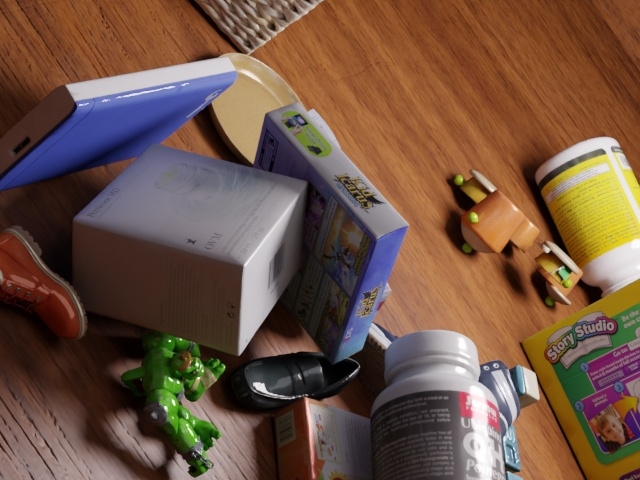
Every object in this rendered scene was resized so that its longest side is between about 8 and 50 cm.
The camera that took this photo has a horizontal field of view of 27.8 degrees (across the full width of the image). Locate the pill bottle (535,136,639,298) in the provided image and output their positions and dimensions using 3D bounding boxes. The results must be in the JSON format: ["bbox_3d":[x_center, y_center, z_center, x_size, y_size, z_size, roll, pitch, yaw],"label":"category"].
[{"bbox_3d":[0.584,-0.027,2.638,0.188,0.188,0.334,1,62,-52],"label":"pill bottle"}]

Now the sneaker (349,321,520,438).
[{"bbox_3d":[0.173,0.200,1.933,0.282,0.099,0.153,45,53,11],"label":"sneaker"}]

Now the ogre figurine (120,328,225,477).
[{"bbox_3d":[-0.177,0.182,1.583,0.118,0.097,0.197,47,46,-47],"label":"ogre figurine"}]

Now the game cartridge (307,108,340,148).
[{"bbox_3d":[-0.002,-0.180,2.173,0.083,0.017,0.056,56,37,-2],"label":"game cartridge"}]

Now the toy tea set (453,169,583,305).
[{"bbox_3d":[0.363,0.021,2.420,0.336,0.124,0.200,42,6,-16],"label":"toy tea set"}]

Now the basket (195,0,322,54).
[{"bbox_3d":[-0.090,-0.540,2.133,0.331,0.266,0.328,45,35,-16],"label":"basket"}]

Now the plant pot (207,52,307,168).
[{"bbox_3d":[-0.097,-0.188,2.043,0.236,0.032,0.236,33,41,-33],"label":"plant pot"}]

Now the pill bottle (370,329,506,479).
[{"bbox_3d":[0.155,0.287,1.712,0.176,0.176,0.318,29,46,-36],"label":"pill bottle"}]

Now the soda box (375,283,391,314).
[{"bbox_3d":[0.000,0.000,1.902,0.083,0.092,0.263,-14,61,-28],"label":"soda box"}]

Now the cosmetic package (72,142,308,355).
[{"bbox_3d":[-0.159,0.003,1.611,0.224,0.138,0.224,13,33,14],"label":"cosmetic package"}]

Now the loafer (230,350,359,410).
[{"bbox_3d":[-0.033,0.184,1.770,0.223,0.078,0.076,2,60,-51],"label":"loafer"}]

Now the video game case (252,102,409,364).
[{"bbox_3d":[-0.006,-0.006,1.735,0.061,0.269,0.244,-23,59,-30],"label":"video game case"}]

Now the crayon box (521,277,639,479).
[{"bbox_3d":[0.575,0.235,2.248,0.106,0.363,0.313,-5,67,-53],"label":"crayon box"}]

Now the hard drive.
[{"bbox_3d":[-0.268,-0.147,1.625,0.040,0.210,0.318,59,33,5],"label":"hard drive"}]

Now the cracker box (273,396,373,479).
[{"bbox_3d":[0.044,0.321,1.766,0.232,0.067,0.156,24,47,-38],"label":"cracker box"}]

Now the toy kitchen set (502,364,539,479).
[{"bbox_3d":[0.252,0.289,2.007,0.166,0.122,0.207,29,42,-36],"label":"toy kitchen set"}]

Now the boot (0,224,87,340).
[{"bbox_3d":[-0.342,0.063,1.503,0.158,0.059,0.084,49,36,3],"label":"boot"}]
